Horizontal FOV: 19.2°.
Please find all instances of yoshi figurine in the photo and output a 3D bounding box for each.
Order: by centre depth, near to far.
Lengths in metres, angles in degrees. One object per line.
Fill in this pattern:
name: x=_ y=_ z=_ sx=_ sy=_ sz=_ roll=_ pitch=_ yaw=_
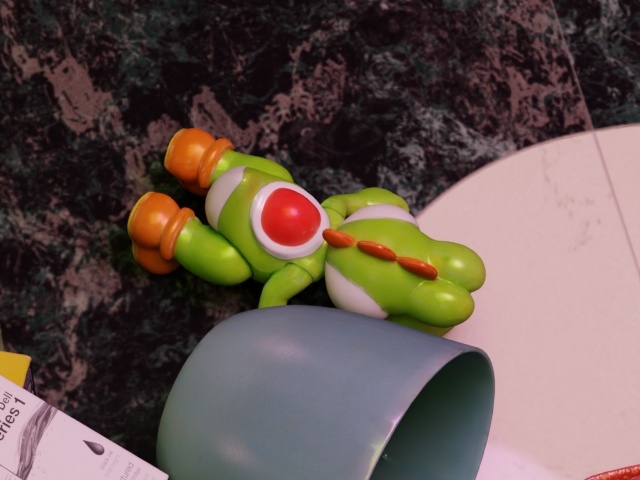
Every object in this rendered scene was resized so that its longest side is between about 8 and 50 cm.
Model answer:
yoshi figurine: x=0.002 y=0.019 z=1.929 sx=0.362 sy=0.203 sz=0.203 roll=19 pitch=25 yaw=22

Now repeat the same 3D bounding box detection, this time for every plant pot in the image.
plant pot: x=-0.008 y=0.192 z=1.768 sx=0.235 sy=0.293 sz=0.293 roll=23 pitch=65 yaw=24

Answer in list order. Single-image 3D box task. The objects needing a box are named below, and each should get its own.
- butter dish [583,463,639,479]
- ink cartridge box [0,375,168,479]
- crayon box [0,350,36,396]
butter dish: x=0.346 y=0.275 z=1.824 sx=0.160 sy=0.118 sz=0.160 roll=-10 pitch=67 yaw=-7
ink cartridge box: x=-0.273 y=0.230 z=1.692 sx=0.219 sy=0.092 sz=0.160 roll=31 pitch=48 yaw=-5
crayon box: x=-0.462 y=0.254 z=1.771 sx=0.313 sy=0.106 sz=0.363 roll=9 pitch=52 yaw=3
